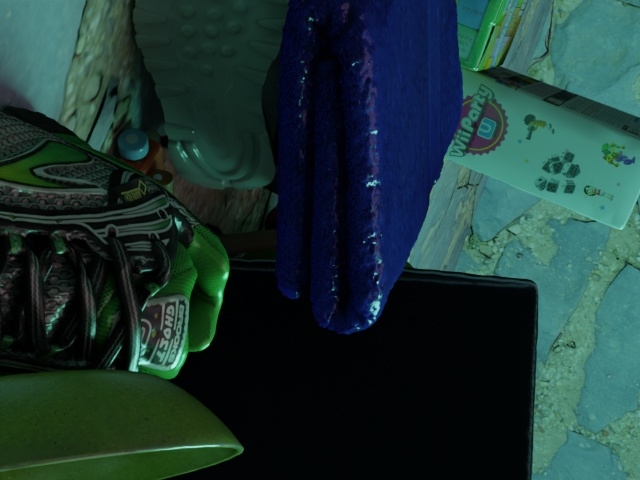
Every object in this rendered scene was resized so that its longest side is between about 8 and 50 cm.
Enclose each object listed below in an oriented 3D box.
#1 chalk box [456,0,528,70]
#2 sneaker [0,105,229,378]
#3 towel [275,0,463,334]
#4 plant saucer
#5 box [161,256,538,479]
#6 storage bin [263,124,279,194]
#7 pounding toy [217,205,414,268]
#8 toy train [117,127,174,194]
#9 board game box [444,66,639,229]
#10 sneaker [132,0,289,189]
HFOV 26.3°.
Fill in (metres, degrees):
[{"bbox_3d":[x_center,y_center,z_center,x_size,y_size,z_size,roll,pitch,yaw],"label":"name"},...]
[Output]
[{"bbox_3d":[0.117,-0.238,1.271,0.132,0.132,0.213,-70,167,15],"label":"chalk box"},{"bbox_3d":[-0.127,0.003,0.572,0.343,0.146,0.134,-16,127,-75],"label":"sneaker"},{"bbox_3d":[0.033,-0.109,0.886,0.308,0.076,0.228,-63,153,-57],"label":"towel"},{"bbox_3d":[-0.151,0.087,0.536,0.241,0.241,0.037,56,24,-77],"label":"plant saucer"},{"bbox_3d":[0.010,0.308,1.113,0.472,0.297,0.480,80,14,-73],"label":"box"},{"bbox_3d":[-0.012,-0.097,1.074,0.135,0.098,0.091,-63,179,-19],"label":"storage bin"},{"bbox_3d":[0.000,0.000,1.200,0.237,0.183,0.110,75,14,-67],"label":"pounding toy"},{"bbox_3d":[-0.122,0.014,0.876,0.125,0.046,0.166,-58,166,-36],"label":"toy train"},{"bbox_3d":[0.200,-0.123,1.438,0.098,0.303,0.224,-69,168,13],"label":"board game box"},{"bbox_3d":[-0.059,-0.134,0.827,0.235,0.090,0.095,99,0,-54],"label":"sneaker"}]
